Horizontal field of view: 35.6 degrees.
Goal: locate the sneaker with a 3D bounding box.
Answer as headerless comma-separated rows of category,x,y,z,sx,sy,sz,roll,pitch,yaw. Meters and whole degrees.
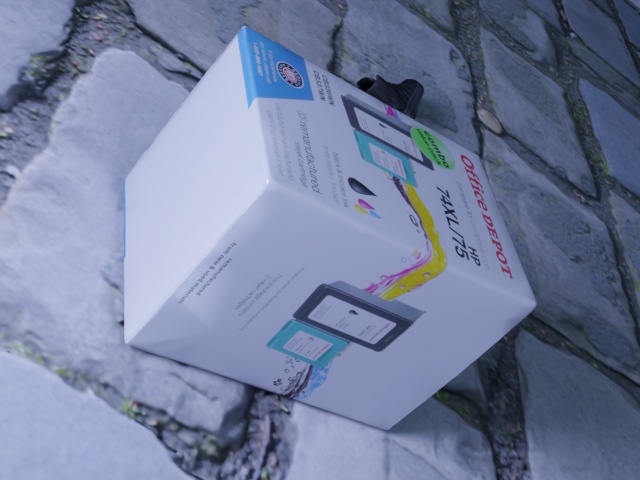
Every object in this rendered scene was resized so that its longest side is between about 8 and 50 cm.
sneaker,0.087,-0.194,1.336,0.089,0.051,0.170,39,33,-16

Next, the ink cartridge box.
ink cartridge box,0.000,0.000,0.842,0.270,0.197,0.198,24,36,-31
